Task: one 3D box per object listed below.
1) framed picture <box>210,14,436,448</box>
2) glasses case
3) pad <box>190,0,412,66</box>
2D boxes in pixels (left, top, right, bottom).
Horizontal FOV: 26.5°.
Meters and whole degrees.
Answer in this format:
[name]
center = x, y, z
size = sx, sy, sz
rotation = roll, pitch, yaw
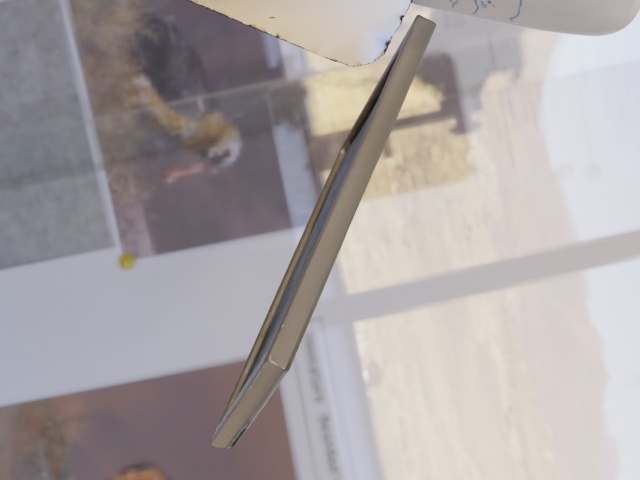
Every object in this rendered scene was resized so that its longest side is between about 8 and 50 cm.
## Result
[framed picture]
center = 0.000, 0.000, 1.075
size = 0.232, 0.024, 0.315
rotation = 122, -8, -63
[glasses case]
center = 0.129, -0.213, 1.024
size = 0.059, 0.233, 0.092
rotation = -60, 158, -44
[pad]
center = -0.049, -0.229, 0.840
size = 0.004, 0.267, 0.181
rotation = -94, -152, -67
